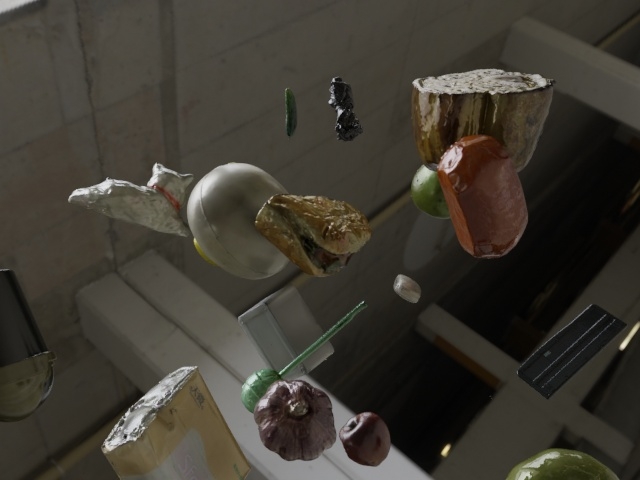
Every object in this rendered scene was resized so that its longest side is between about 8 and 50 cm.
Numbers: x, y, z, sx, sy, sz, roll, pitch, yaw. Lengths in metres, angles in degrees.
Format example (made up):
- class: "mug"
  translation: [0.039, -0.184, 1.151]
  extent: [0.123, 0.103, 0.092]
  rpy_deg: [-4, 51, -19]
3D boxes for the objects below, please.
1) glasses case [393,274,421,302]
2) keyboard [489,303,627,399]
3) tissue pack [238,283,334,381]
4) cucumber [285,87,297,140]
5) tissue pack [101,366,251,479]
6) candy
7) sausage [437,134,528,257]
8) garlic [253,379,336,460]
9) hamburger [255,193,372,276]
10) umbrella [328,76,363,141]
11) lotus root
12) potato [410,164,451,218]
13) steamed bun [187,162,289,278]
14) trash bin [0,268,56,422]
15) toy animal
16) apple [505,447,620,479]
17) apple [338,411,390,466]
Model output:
- class: "glasses case"
  translation: [0.257, 0.141, 2.048]
  extent: [0.051, 0.081, 0.204]
  rpy_deg: [-60, -2, 8]
- class: "keyboard"
  translation: [0.520, 0.269, 1.524]
  extent: [0.381, 0.103, 0.041]
  rpy_deg: [-30, -43, -25]
- class: "tissue pack"
  translation: [-0.105, 0.284, 2.074]
  extent: [0.159, 0.246, 0.136]
  rpy_deg: [-31, 1, 43]
- class: "cucumber"
  translation: [-0.093, -0.398, 2.187]
  extent: [0.039, 0.039, 0.168]
  rpy_deg: [-27, -57, -46]
- class: "tissue pack"
  translation: [-0.212, 0.331, 1.058]
  extent: [0.186, 0.090, 0.222]
  rpy_deg: [-49, -57, -54]
- class: "candy"
  translation: [-0.042, 0.315, 1.930]
  extent: [0.440, 0.119, 0.119]
  rpy_deg: [-41, -25, -7]
- class: "sausage"
  translation: [0.339, -0.088, 1.447]
  extent: [0.141, 0.153, 0.268]
  rpy_deg: [-23, -68, -4]
- class: "garlic"
  translation: [-0.046, 0.325, 1.265]
  extent: [0.147, 0.159, 0.102]
  rpy_deg: [-36, -20, -18]
- class: "hamburger"
  translation: [0.002, 0.000, 1.793]
  extent: [0.329, 0.209, 0.162]
  rpy_deg: [9, -57, -46]
- class: "umbrella"
  translation: [0.087, -0.502, 2.633]
  extent: [0.110, 0.273, 0.122]
  rpy_deg: [-30, -31, 31]
- class: "lotus root"
  translation: [0.363, -0.260, 1.571]
  extent: [0.316, 0.316, 0.250]
  rpy_deg: [-19, -65, -53]
- class: "potato"
  translation: [0.429, -0.192, 2.179]
  extent: [0.304, 0.216, 0.215]
  rpy_deg: [-43, -17, 26]
- class: "steamed bun"
  translation: [-0.232, -0.060, 2.152]
  extent: [0.334, 0.374, 0.334]
  rpy_deg: [-36, 17, 12]
- class: "trash bin"
  translation: [-0.734, 0.252, 1.590]
  extent: [0.214, 0.334, 0.214]
  rpy_deg: [-24, -6, -3]
- class: "toy animal"
  translation: [-0.513, -0.134, 1.920]
  extent: [0.266, 0.307, 0.188]
  rpy_deg: [-41, -26, -78]
- class: "apple"
  translation: [0.683, 0.764, 1.952]
  extent: [0.357, 0.357, 0.357]
  rpy_deg: [-42, -26, -26]
- class: "apple"
  translation: [0.155, 0.657, 2.274]
  extent: [0.147, 0.158, 0.156]
  rpy_deg: [-30, 13, 48]
